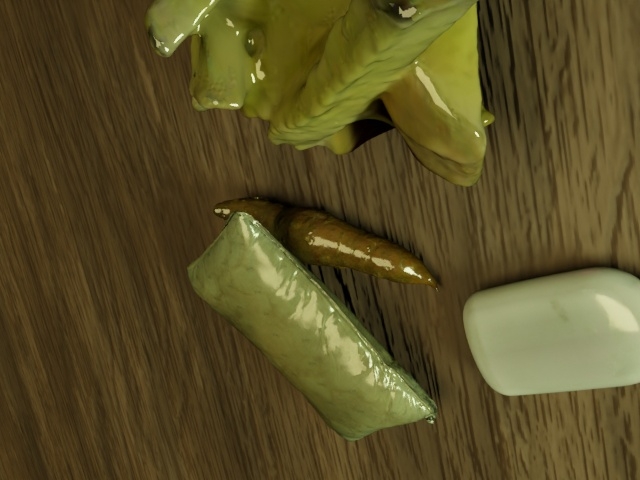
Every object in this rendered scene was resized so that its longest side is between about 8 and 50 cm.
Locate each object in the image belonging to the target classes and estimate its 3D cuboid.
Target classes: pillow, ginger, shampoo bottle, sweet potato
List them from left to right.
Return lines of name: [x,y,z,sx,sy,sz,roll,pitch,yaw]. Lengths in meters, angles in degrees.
ginger: [-0.030,-0.232,0.486,0.414,0.211,0.358,29,121,23]
pillow: [-0.019,0.109,0.734,0.302,0.075,0.185,46,143,-2]
sweet potato: [0.000,0.000,0.711,0.274,0.067,0.067,19,118,26]
shampoo bottle: [0.234,0.076,0.567,0.221,0.051,0.108,-18,94,41]
